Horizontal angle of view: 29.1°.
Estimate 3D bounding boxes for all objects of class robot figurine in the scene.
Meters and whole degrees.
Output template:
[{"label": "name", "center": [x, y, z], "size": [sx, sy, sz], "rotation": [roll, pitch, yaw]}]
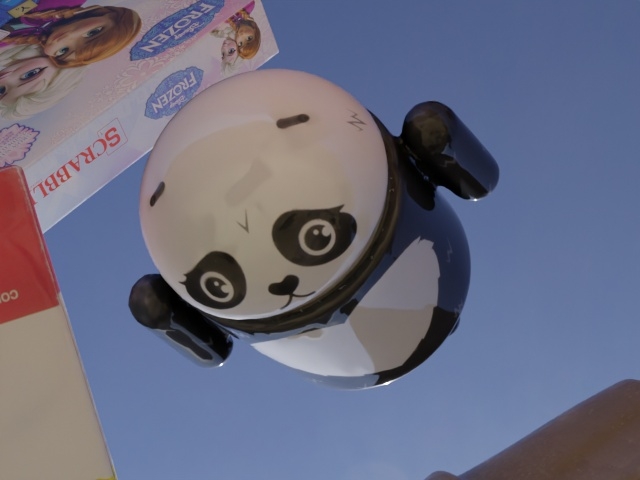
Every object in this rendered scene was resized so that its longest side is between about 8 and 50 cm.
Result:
[{"label": "robot figurine", "center": [-0.001, 0.003, 0.831], "size": [0.174, 0.209, 0.278], "rotation": [18, -14, 33]}]

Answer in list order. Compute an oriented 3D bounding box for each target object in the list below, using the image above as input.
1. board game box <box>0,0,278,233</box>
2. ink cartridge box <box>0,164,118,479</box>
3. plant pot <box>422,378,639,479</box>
[{"label": "board game box", "center": [-0.259, -0.151, 1.182], "size": [0.318, 0.319, 0.066], "rotation": [21, -37, 42]}, {"label": "ink cartridge box", "center": [-0.242, 0.158, 0.854], "size": [0.279, 0.160, 0.384], "rotation": [-2, -75, 69]}, {"label": "plant pot", "center": [0.224, 0.239, 1.003], "size": [0.229, 0.263, 0.263], "rotation": [-42, -82, -11]}]
